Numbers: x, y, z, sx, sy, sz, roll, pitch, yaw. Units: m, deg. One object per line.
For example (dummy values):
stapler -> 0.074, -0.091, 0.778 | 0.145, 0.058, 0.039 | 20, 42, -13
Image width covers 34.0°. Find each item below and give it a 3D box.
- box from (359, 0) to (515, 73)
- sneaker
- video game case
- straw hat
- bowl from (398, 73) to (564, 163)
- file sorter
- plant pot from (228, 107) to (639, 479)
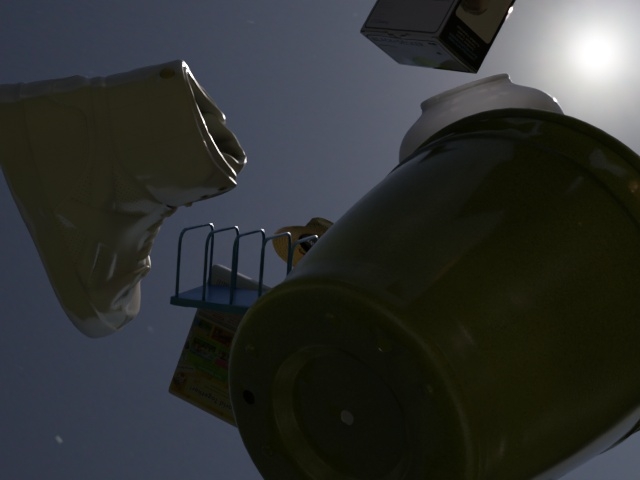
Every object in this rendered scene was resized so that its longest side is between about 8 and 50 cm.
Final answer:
box -> 0.192, -0.371, 1.390 | 0.087, 0.169, 0.290 | 33, -99, -36
sneaker -> -0.136, -0.023, 0.833 | 0.169, 0.108, 0.292 | -12, -32, -5
video game case -> -0.092, 0.170, 1.509 | 0.026, 0.227, 0.206 | 3, -72, -68
straw hat -> 0.000, 0.000, 1.641 | 0.144, 0.145, 0.061 | 51, -131, -36
bowl -> 0.238, -0.168, 1.600 | 0.298, 0.298, 0.134 | -19, -90, -28
file sorter -> -0.097, 0.039, 1.410 | 0.118, 0.170, 0.104 | -17, -68, -71
plant pot -> 0.115, 0.094, 0.947 | 0.353, 0.367, 0.366 | -27, -57, -50
